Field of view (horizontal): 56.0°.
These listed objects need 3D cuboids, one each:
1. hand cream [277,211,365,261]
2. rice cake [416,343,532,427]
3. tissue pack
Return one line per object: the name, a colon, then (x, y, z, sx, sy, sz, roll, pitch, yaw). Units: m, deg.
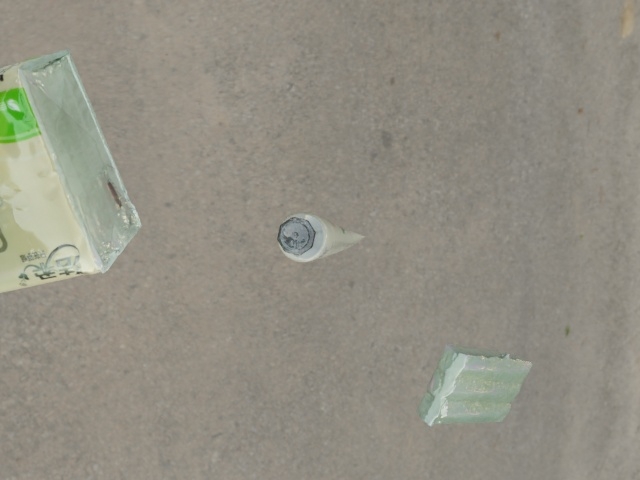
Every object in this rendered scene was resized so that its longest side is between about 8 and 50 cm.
hand cream: (0.000, 0.000, 0.685, 0.234, 0.080, 0.050, 13, 64, -79)
rice cake: (0.235, 0.214, 0.891, 0.237, 0.043, 0.127, 14, 103, -47)
tissue pack: (-0.551, -0.086, 0.966, 0.405, 0.205, 0.331, -12, 113, 10)
